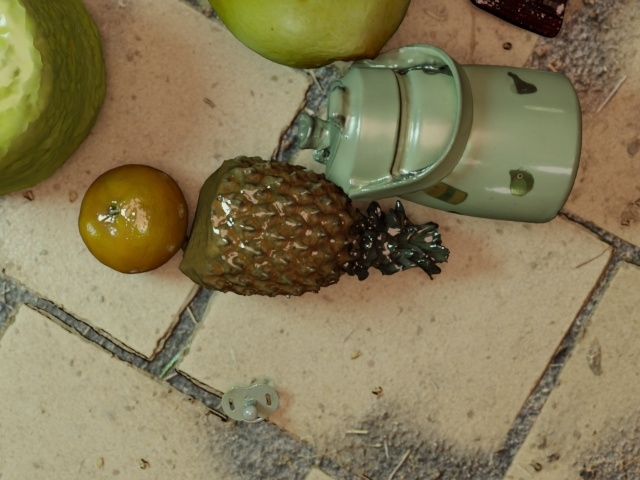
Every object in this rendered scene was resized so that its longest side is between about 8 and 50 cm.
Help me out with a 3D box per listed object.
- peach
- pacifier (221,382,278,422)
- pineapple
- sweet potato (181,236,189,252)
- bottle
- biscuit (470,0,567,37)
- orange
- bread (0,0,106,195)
[{"bbox_3d":[-0.024,-0.384,1.437,0.281,0.314,0.315,-25,111,-20],"label":"peach"},{"bbox_3d":[-0.101,0.244,1.599,0.083,0.064,0.068,-6,111,1],"label":"pacifier"},{"bbox_3d":[0.000,0.000,1.530,0.362,0.202,0.202,11,94,-13],"label":"pineapple"},{"bbox_3d":[-0.191,0.013,1.602,0.026,0.026,0.115,-38,88,2],"label":"sweet potato"},{"bbox_3d":[0.151,-0.145,1.464,0.352,0.229,0.229,6,94,-12],"label":"bottle"},{"bbox_3d":[0.302,-0.420,1.554,0.151,0.063,0.235,17,89,-13],"label":"biscuit"},{"bbox_3d":[-0.263,-0.031,1.544,0.156,0.124,0.156,-1,82,10],"label":"orange"},{"bbox_3d":[-0.467,-0.225,1.444,0.348,0.308,0.348,0,94,-4],"label":"bread"}]
